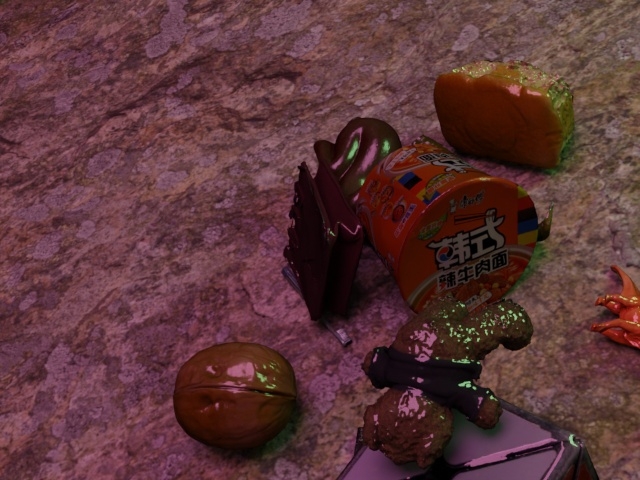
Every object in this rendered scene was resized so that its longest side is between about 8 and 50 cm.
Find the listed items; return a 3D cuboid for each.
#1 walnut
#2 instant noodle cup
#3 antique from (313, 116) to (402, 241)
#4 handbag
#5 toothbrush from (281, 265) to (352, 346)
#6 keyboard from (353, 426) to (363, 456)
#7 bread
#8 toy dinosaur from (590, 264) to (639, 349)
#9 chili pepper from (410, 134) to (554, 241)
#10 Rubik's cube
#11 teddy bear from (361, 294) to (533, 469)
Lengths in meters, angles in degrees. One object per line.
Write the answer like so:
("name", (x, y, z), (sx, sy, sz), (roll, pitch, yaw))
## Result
("walnut", (-0.132, 0.240, 1.740), (0.207, 0.167, 0.167), (-5, 50, 25))
("instant noodle cup", (0.186, -0.025, 1.763), (0.250, 0.250, 0.192), (-35, 38, -6))
("antique", (0.092, -0.107, 1.950), (0.143, 0.121, 0.257), (-29, 47, 10))
("handbag", (0.003, 0.000, 1.856), (0.074, 0.203, 0.216), (-3, 38, -17))
("toothbrush", (-0.009, 0.108, 1.892), (0.019, 0.016, 0.219), (-36, 45, -8))
("keyboard", (0.070, 0.361, 1.636), (0.061, 0.013, 0.204), (-6, 50, 21))
("bread", (0.313, -0.218, 1.917), (0.245, 0.174, 0.121), (15, 40, 34))
("toy dinosaur", (0.446, 0.129, 1.622), (0.101, 0.055, 0.279), (6, 49, 2))
("chili pepper", (0.267, -0.082, 1.882), (0.359, 0.076, 0.085), (35, 99, 46))
("Rubik's cube", (0.190, 0.349, 1.418), (0.260, 0.259, 0.255), (23, 63, 37))
("teddy bear", (0.137, 0.150, 1.355), (0.182, 0.129, 0.251), (8, 55, 37))
